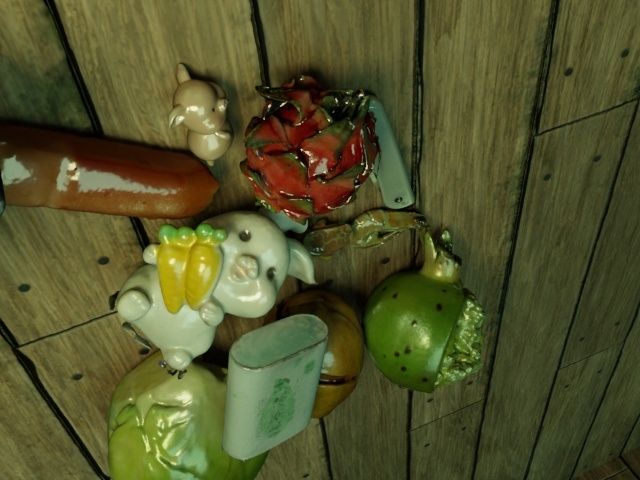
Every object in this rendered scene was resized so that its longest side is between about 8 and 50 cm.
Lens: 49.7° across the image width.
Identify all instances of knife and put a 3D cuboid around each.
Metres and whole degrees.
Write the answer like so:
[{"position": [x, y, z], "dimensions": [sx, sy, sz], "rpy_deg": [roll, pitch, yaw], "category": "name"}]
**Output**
[{"position": [0.101, -0.143, 1.171], "dimensions": [0.073, 0.041, 0.265], "rpy_deg": [-23, 139, 8], "category": "knife"}]

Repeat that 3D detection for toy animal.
[{"position": [-0.163, -0.165, 0.960], "dimensions": [0.089, 0.083, 0.150], "rpy_deg": [-24, 139, -5], "category": "toy animal"}, {"position": [-0.155, 0.058, 1.076], "dimensions": [0.310, 0.183, 0.247], "rpy_deg": [-37, 172, 8], "category": "toy animal"}]

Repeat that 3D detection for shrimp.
[{"position": [0.129, -0.021, 1.301], "dimensions": [0.180, 0.041, 0.099], "rpy_deg": [-9, 135, -25], "category": "shrimp"}]

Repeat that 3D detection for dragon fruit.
[{"position": [-0.008, -0.135, 0.994], "dimensions": [0.193, 0.192, 0.274], "rpy_deg": [-20, 165, -47], "category": "dragon fruit"}]

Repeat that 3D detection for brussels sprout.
[{"position": [-0.250, 0.356, 1.290], "dimensions": [0.344, 0.268, 0.344], "rpy_deg": [-14, 112, -40], "category": "brussels sprout"}]

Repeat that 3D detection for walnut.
[{"position": [-0.014, 0.237, 1.350], "dimensions": [0.209, 0.209, 0.336], "rpy_deg": [-18, 142, -15], "category": "walnut"}]

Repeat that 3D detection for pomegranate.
[{"position": [0.209, 0.143, 1.375], "dimensions": [0.260, 0.260, 0.341], "rpy_deg": [3, 97, -33], "category": "pomegranate"}]

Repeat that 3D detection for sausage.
[{"position": [-0.308, -0.089, 0.940], "dimensions": [0.348, 0.094, 0.097], "rpy_deg": [6, 115, -33], "category": "sausage"}]

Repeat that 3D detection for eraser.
[{"position": [-0.078, 0.242, 1.134], "dimensions": [0.174, 0.081, 0.227], "rpy_deg": [-21, 138, -34], "category": "eraser"}]

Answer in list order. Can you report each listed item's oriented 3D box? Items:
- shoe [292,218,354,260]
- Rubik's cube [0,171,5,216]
[{"position": [0.003, 0.002, 1.227], "dimensions": [0.109, 0.069, 0.072], "rpy_deg": [-34, 102, -14], "category": "shoe"}, {"position": [-0.538, -0.051, 0.643], "dimensions": [0.362, 0.359, 0.363], "rpy_deg": [25, 115, -41], "category": "Rubik's cube"}]
